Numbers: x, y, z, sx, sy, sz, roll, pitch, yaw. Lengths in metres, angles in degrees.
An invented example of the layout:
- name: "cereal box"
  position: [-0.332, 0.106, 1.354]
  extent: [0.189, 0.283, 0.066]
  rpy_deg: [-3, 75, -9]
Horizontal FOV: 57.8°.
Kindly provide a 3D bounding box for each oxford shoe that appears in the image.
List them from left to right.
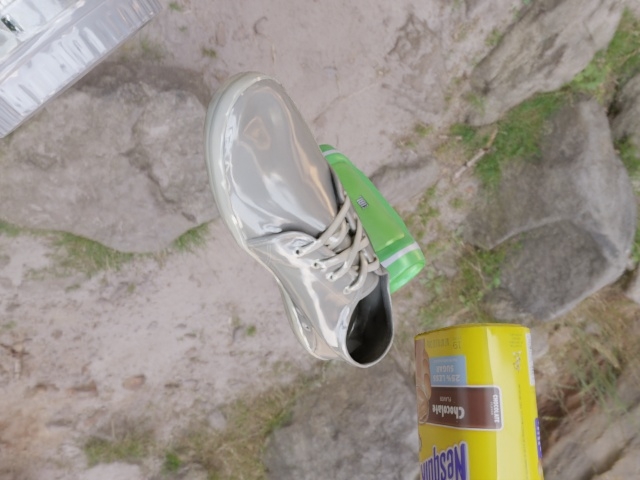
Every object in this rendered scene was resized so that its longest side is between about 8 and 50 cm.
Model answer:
- name: "oxford shoe"
  position: [0.000, 0.000, 0.701]
  extent: [0.169, 0.130, 0.449]
  rpy_deg: [-50, 137, -30]

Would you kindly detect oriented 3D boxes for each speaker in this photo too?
- name: "speaker"
  position: [0.065, -0.041, 1.098]
  extent: [0.131, 0.296, 0.131]
  rpy_deg: [-33, 161, -13]

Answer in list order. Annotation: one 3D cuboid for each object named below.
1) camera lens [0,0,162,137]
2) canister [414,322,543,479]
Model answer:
- name: "camera lens"
  position: [-0.303, -0.257, 0.498]
  extent: [0.219, 0.219, 0.274]
  rpy_deg: [-34, 115, 12]
- name: "canister"
  position: [0.121, 0.156, 0.458]
  extent: [0.073, 0.170, 0.126]
  rpy_deg: [3, 165, -12]
